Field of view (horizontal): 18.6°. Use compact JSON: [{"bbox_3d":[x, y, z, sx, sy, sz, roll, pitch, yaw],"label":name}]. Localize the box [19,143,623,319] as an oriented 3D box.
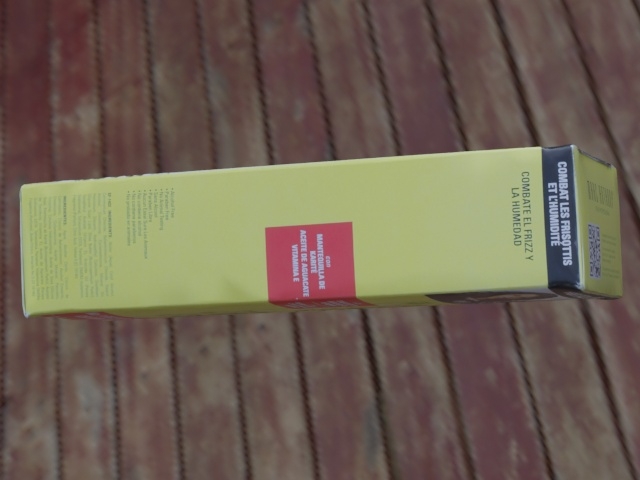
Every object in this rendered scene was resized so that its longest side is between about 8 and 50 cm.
[{"bbox_3d":[0.000,0.000,0.790,0.232,0.087,0.058,-3,86,18],"label":"box"}]
